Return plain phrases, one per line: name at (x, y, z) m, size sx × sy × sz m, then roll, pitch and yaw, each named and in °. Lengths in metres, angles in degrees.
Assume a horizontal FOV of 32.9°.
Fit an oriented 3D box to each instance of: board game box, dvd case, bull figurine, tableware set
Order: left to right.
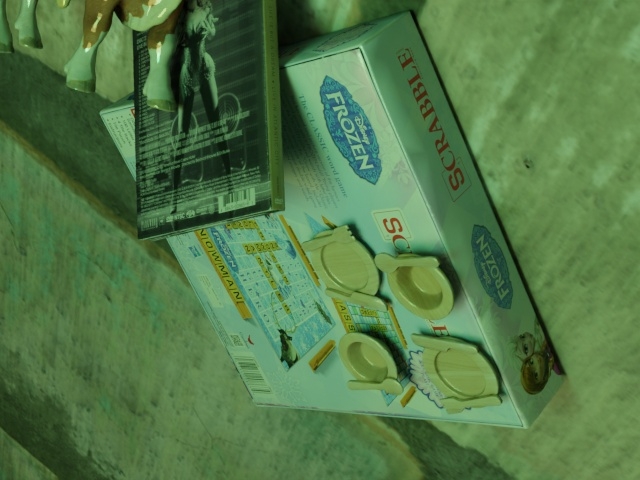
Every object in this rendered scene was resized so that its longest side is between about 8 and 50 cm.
bull figurine at (-0.158, -0.209, 0.796) m, size 0.310 × 0.101 × 0.188 m, roll 29°, pitch 108°, yaw 41°
dvd case at (-0.088, -0.119, 0.805) m, size 0.164 × 0.018 × 0.221 m, roll -11°, pitch 79°, yaw 47°
board game box at (0.000, 0.000, 0.883) m, size 0.318 × 0.066 × 0.319 m, roll -4°, pitch 119°, yaw 46°
tableware set at (0.057, 0.062, 0.808) m, size 0.141 × 0.020 × 0.169 m, roll 2°, pitch 124°, yaw 43°
